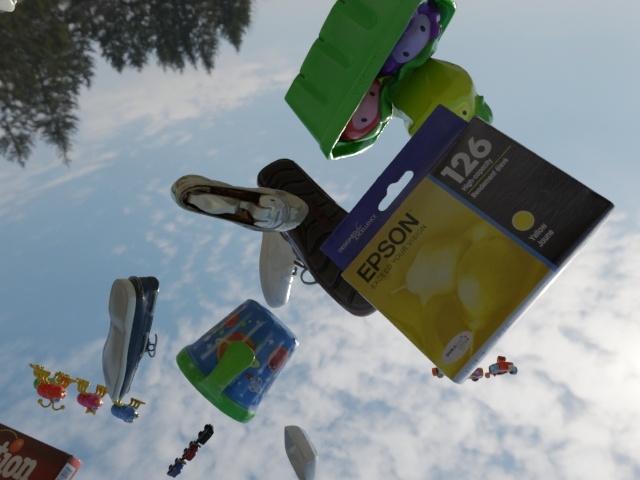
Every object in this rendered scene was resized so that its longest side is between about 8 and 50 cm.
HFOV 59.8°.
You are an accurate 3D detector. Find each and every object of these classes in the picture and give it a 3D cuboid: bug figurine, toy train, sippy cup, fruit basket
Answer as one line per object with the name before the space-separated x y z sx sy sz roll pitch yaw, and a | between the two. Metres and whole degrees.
bug figurine | -0.564 0.365 1.306 0.216 0.279 0.072 2 -115 44
toy train | -0.308 0.503 1.322 0.158 0.027 0.036 -49 -153 0
toy train | 0.319 0.261 1.171 0.167 0.125 0.046 8 -118 -15
sippy cup | -0.179 0.267 1.316 0.224 0.240 0.305 -47 -148 -7
fruit basket | 0.170 -0.309 1.127 0.393 0.391 0.283 7 -164 24

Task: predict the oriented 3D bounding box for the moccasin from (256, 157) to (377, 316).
moccasin | -0.003 0.002 1.084 0.139 0.147 0.380 -37 -123 -12

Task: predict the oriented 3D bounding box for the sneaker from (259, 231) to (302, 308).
sneaker | -0.061 0.031 1.443 0.169 0.292 0.108 -1 175 22

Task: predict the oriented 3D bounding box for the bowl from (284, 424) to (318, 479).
bowl | -0.049 0.582 1.519 0.053 0.141 0.142 -16 -139 -23

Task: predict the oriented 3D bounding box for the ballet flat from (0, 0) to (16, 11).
ballet flat | -0.460 -0.469 0.882 0.483 0.182 0.164 -27 -114 -16

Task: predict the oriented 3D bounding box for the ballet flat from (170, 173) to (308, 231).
ballet flat | -0.092 -0.037 0.659 0.169 0.057 0.052 9 -164 -18

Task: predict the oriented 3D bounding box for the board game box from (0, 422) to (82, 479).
board game box | -0.440 0.290 0.681 0.282 0.027 0.145 8 -132 27

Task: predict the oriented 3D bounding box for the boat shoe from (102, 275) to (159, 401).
boat shoe | -0.350 0.181 1.029 0.079 0.254 0.095 -5 -157 -45

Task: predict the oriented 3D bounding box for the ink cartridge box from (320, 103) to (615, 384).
ink cartridge box | 0.179 -0.017 0.787 0.307 0.072 0.303 42 -84 27
